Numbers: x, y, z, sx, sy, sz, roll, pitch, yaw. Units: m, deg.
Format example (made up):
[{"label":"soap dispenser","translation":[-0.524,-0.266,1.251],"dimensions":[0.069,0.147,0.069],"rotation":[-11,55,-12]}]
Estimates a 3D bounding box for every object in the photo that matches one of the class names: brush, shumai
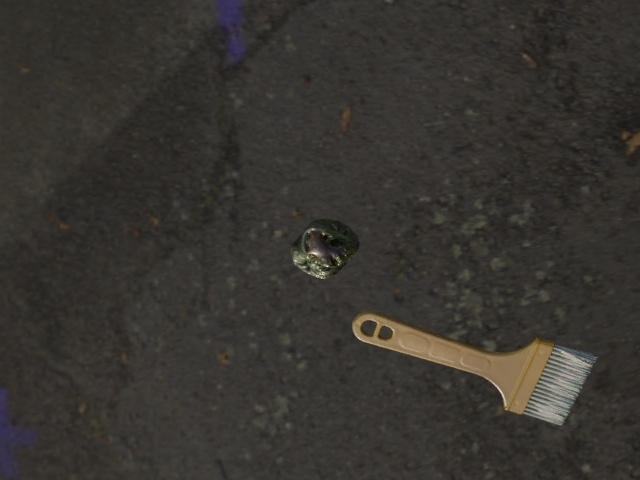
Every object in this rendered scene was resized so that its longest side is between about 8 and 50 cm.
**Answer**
[{"label":"brush","translation":[0.166,0.131,1.230],"dimensions":[0.272,0.013,0.103],"rotation":[18,117,-3]},{"label":"shumai","translation":[0.000,0.000,1.289],"dimensions":[0.083,0.080,0.082],"rotation":[-1,62,12]}]
